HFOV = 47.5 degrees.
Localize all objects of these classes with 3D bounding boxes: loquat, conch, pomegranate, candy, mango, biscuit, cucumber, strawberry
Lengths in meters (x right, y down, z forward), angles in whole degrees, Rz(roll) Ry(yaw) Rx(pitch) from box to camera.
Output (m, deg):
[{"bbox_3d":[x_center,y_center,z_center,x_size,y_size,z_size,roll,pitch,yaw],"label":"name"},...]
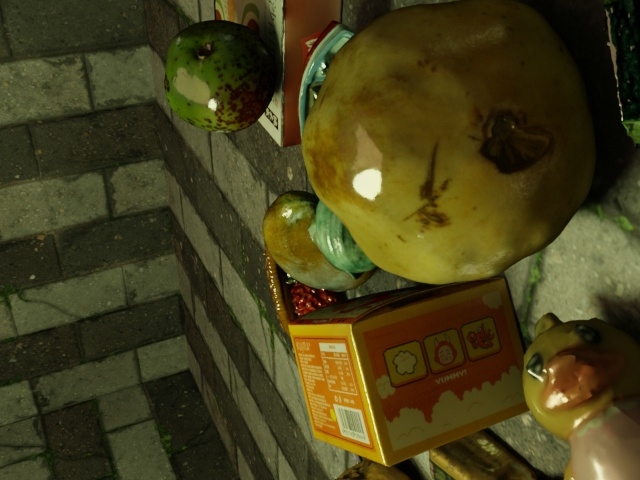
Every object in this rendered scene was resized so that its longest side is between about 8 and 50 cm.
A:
[{"bbox_3d":[0.117,0.565,1.474,0.238,0.193,0.238,45,149,37],"label":"loquat"},{"bbox_3d":[0.050,-0.013,1.127,0.188,0.121,0.176,-121,19,-71],"label":"conch"},{"bbox_3d":[0.146,-0.115,0.850,0.332,0.332,0.333,166,90,-69],"label":"pomegranate"},{"bbox_3d":[0.264,0.372,1.115,0.271,0.101,0.143,33,139,53],"label":"candy"},{"bbox_3d":[0.000,0.000,1.318,0.316,0.192,0.146,41,-140,-58],"label":"mango"},{"bbox_3d":[-0.091,0.081,1.727,0.305,0.038,0.305,-10,-90,-84],"label":"biscuit"},{"bbox_3d":[0.302,-0.195,0.706,0.046,0.070,0.220,-6,101,39],"label":"cucumber"},{"bbox_3d":[-0.004,0.162,1.615,0.188,0.106,0.286,60,-165,-80],"label":"strawberry"},{"bbox_3d":[-0.172,-0.285,1.351,0.214,0.214,0.248,65,-171,25],"label":"pomegranate"}]

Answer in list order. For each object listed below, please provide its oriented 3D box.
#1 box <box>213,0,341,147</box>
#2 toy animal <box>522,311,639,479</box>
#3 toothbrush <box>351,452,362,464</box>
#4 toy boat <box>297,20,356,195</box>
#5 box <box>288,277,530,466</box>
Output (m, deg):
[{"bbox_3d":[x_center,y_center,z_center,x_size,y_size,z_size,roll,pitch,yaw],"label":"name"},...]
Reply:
[{"bbox_3d":[-0.098,-0.432,1.466,0.385,0.122,0.345,-128,32,-46],"label":"box"},{"bbox_3d":[0.320,0.195,0.789,0.281,0.195,0.169,60,-166,26],"label":"toy animal"},{"bbox_3d":[0.020,0.397,1.827,0.024,0.029,0.354,87,160,-62],"label":"toothbrush"},{"bbox_3d":[0.038,-0.210,1.228,0.133,0.145,0.332,-112,15,-47],"label":"toy boat"},{"bbox_3d":[0.125,0.183,1.115,0.283,0.259,0.214,-16,89,68],"label":"box"}]
